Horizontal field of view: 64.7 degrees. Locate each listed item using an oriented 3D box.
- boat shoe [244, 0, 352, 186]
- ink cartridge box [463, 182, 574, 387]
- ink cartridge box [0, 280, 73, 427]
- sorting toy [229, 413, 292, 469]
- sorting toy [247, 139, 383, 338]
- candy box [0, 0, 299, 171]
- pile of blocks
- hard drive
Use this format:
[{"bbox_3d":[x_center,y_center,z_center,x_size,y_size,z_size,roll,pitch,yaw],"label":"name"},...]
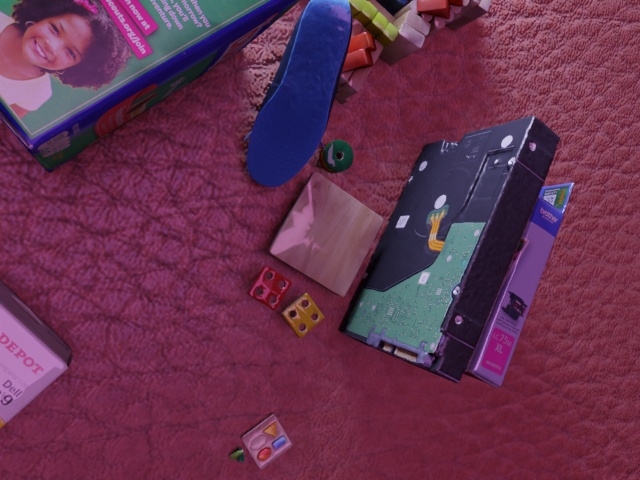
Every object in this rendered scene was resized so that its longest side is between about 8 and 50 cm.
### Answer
[{"bbox_3d":[-0.018,-0.191,0.675,0.109,0.089,0.258,27,112,-11],"label":"boat shoe"},{"bbox_3d":[0.245,0.045,0.765,0.065,0.185,0.311,31,78,-19],"label":"ink cartridge box"},{"bbox_3d":[-0.404,0.150,0.535,0.212,0.093,0.154,-44,106,-19],"label":"ink cartridge box"},{"bbox_3d":[-0.086,0.295,0.718,0.083,0.012,0.062,-32,103,-20],"label":"sorting toy"},{"bbox_3d":[0.000,0.000,0.733,0.132,0.046,0.275,32,78,-21],"label":"sorting toy"},{"bbox_3d":[-0.188,-0.212,0.528,0.317,0.268,0.122,-41,109,-18],"label":"candy box"},{"bbox_3d":[0.124,-0.347,0.748,0.362,0.112,0.149,-37,104,-19],"label":"pile of blocks"},{"bbox_3d":[0.168,0.005,0.704,0.064,0.237,0.339,31,78,-21],"label":"hard drive"}]
